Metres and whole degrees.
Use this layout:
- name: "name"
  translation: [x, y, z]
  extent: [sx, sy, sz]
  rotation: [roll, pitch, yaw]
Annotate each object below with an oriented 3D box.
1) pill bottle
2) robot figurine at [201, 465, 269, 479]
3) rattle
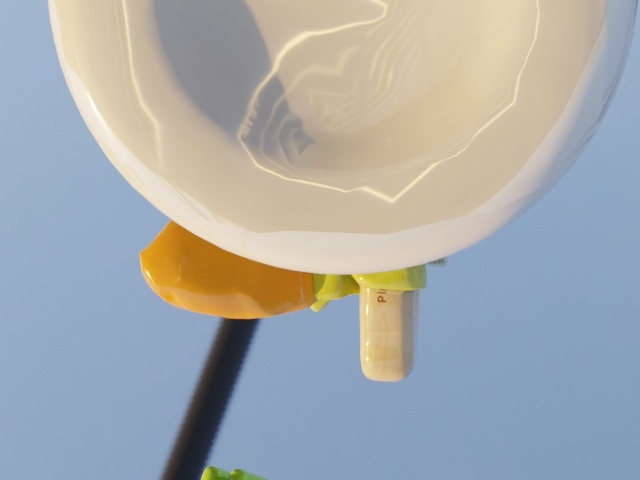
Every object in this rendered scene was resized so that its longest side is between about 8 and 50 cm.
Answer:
- name: "pill bottle"
  translation: [0.016, -0.118, 0.649]
  extent: [0.188, 0.188, 0.334]
  rotation: [-16, -166, 7]
- name: "robot figurine"
  translation: [-0.069, 0.217, 1.133]
  extent: [0.101, 0.067, 0.115]
  rotation: [-1, -110, 35]
- name: "rattle"
  translation: [0.000, 0.000, 0.875]
  extent: [0.143, 0.130, 0.199]
  rotation: [-15, -158, 10]
